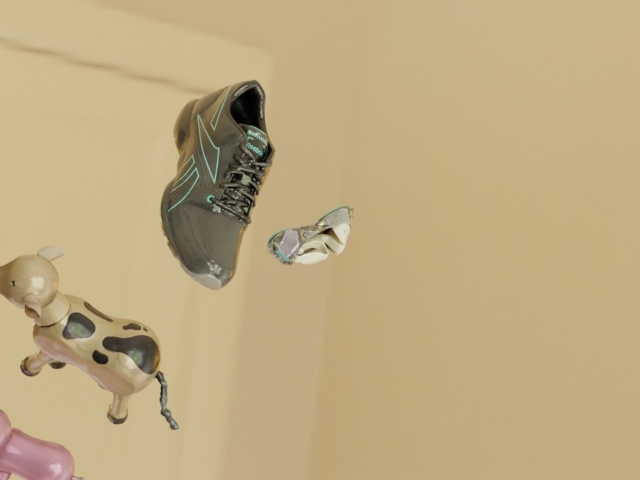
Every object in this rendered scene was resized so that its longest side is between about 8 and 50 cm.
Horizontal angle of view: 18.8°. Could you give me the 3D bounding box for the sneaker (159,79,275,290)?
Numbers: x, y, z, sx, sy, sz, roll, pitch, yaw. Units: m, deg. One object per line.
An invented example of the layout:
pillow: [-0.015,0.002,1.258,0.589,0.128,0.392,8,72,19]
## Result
sneaker: [-0.110,-0.069,2.128,0.106,0.267,0.101,-29,-44,32]

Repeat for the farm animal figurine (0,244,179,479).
farm animal figurine: [-0.317,0.074,1.592,0.330,0.326,0.172,-26,-16,-31]

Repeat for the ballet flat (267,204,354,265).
ballet flat: [0.000,0.000,1.773,0.041,0.041,0.114,2,17,43]
